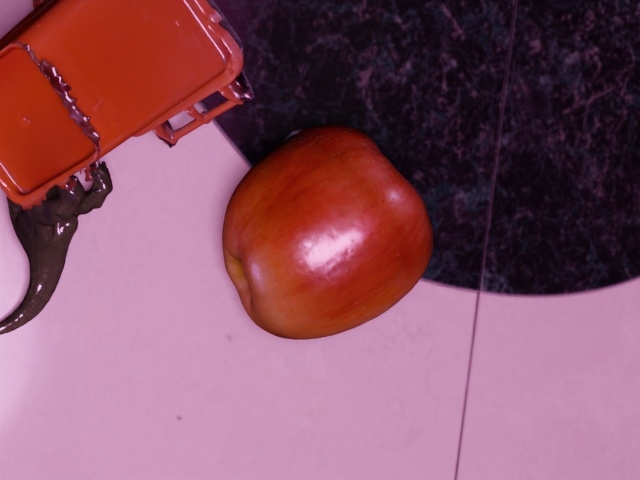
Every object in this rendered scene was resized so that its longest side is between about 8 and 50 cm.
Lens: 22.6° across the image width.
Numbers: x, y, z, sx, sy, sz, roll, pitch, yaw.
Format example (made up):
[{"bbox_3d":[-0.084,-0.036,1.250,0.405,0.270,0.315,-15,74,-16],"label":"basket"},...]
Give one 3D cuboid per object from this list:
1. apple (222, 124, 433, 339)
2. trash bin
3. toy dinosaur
[{"bbox_3d":[0.000,0.000,1.437,0.199,0.199,0.199,0,89,-18],"label":"apple"},{"bbox_3d":[-0.183,-0.130,1.335,0.184,0.161,0.239,54,36,-13],"label":"trash bin"},{"bbox_3d":[-0.280,-0.026,1.422,0.179,0.087,0.187,-37,84,22],"label":"toy dinosaur"}]
